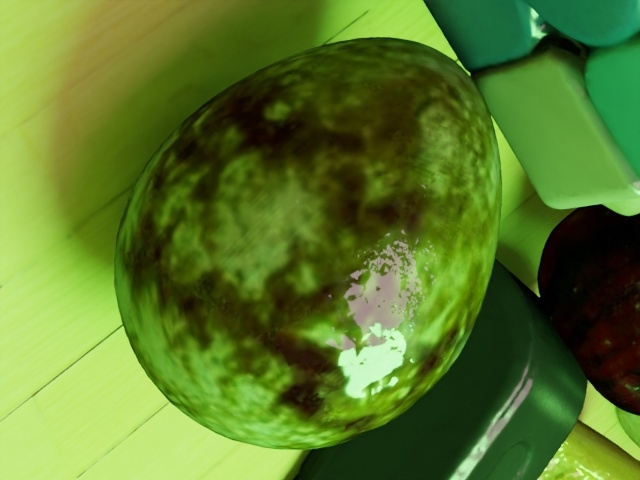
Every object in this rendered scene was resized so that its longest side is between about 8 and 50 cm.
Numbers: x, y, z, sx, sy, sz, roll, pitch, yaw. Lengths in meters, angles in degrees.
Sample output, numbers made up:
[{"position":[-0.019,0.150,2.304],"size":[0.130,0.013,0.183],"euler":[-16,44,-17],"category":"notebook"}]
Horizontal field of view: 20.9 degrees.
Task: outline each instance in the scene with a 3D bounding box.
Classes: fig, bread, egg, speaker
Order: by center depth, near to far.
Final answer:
[{"position":[0.000,0.000,1.135],"size":[0.289,0.238,0.238],"euler":[-47,144,9],"category":"egg"},{"position":[0.313,0.033,1.431],"size":[0.204,0.249,0.186],"euler":[47,33,-24],"category":"fig"},{"position":[0.106,0.220,1.465],"size":[0.388,0.184,0.180],"euler":[-56,143,-2],"category":"speaker"},{"position":[0.206,0.222,1.688],"size":[0.140,0.169,0.160],"euler":[-54,-177,-2],"category":"bread"}]

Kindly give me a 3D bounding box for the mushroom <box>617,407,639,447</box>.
[{"position":[0.454,0.117,1.745],"size":[0.292,0.217,0.212],"euler":[-52,141,-5],"category":"mushroom"}]

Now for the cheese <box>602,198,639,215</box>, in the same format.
[{"position":[0.224,-0.177,1.323],"size":[0.251,0.174,0.248],"euler":[33,92,-48],"category":"cheese"}]

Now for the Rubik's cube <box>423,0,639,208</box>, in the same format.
[{"position":[0.257,-0.257,1.055],"size":[0.347,0.344,0.346],"euler":[-40,103,-23],"category":"Rubik's cube"}]
